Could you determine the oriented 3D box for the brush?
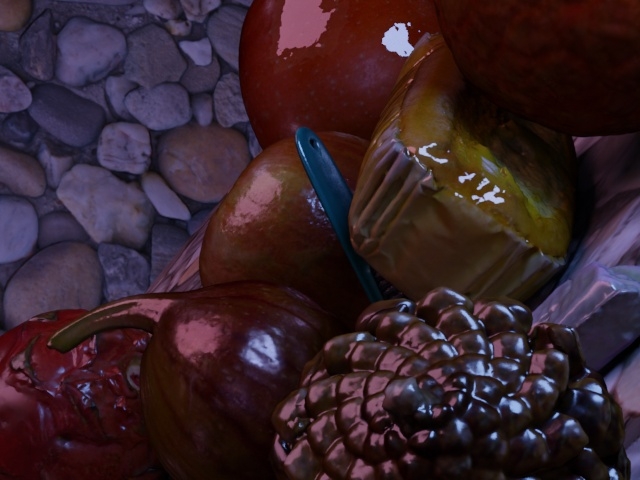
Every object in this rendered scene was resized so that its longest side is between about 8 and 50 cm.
[{"bbox_3d":[0.037,0.002,1.266,0.032,0.193,0.043,-27,-2,32],"label":"brush"}]

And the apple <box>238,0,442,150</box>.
[{"bbox_3d":[0.056,-0.150,1.665,0.217,0.260,0.260,-23,19,27],"label":"apple"}]

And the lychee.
[{"bbox_3d":[0.186,-0.197,1.204,0.300,0.255,0.255,17,57,38],"label":"lychee"}]

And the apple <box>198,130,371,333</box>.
[{"bbox_3d":[0.000,0.000,1.485,0.195,0.173,0.160,-55,8,-20],"label":"apple"}]

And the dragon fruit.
[{"bbox_3d":[-0.245,0.179,1.726,0.241,0.241,0.252,-51,22,-24],"label":"dragon fruit"}]

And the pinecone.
[{"bbox_3d":[0.059,0.104,0.800,0.173,0.173,0.173,-46,8,9],"label":"pinecone"}]

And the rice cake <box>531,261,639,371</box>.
[{"bbox_3d":[0.089,0.099,1.014,0.270,0.049,0.055,-44,31,25],"label":"rice cake"}]

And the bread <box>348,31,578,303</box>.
[{"bbox_3d":[0.101,-0.047,1.271,0.119,0.152,0.288,-50,6,22],"label":"bread"}]

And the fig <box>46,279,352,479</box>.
[{"bbox_3d":[-0.075,0.092,1.324,0.175,0.207,0.175,-44,1,1],"label":"fig"}]
